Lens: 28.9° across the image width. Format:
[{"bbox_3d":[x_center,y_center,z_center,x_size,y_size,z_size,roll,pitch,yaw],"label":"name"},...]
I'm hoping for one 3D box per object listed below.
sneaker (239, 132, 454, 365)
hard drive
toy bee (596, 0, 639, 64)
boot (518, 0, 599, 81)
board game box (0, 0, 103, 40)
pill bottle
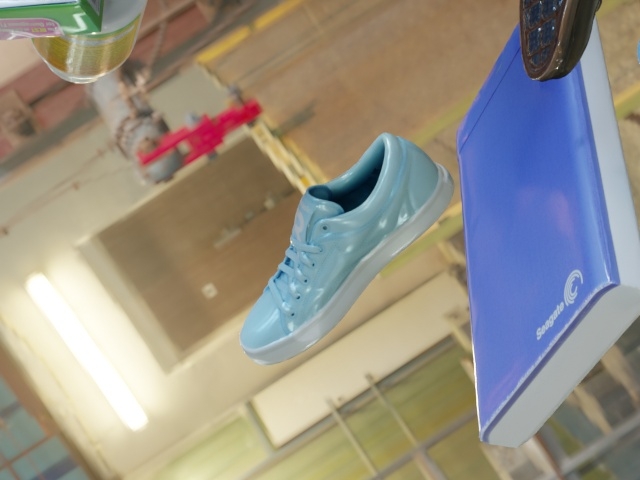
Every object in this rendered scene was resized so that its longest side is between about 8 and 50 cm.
[{"bbox_3d":[0.000,0.000,1.644,0.150,0.366,0.135,41,-175,-31],"label":"sneaker"},{"bbox_3d":[0.168,-0.030,0.969,0.210,0.040,0.319,117,160,-47],"label":"hard drive"},{"bbox_3d":[0.404,-0.248,1.305,0.195,0.162,0.298,7,155,49],"label":"toy bee"},{"bbox_3d":[0.202,-0.192,0.819,0.106,0.219,0.082,20,165,-18],"label":"boot"},{"bbox_3d":[-0.387,-0.332,1.346,0.064,0.316,0.242,61,-151,-67],"label":"board game box"},{"bbox_3d":[-0.287,-0.278,1.520,0.136,0.136,0.245,57,162,2],"label":"pill bottle"}]
